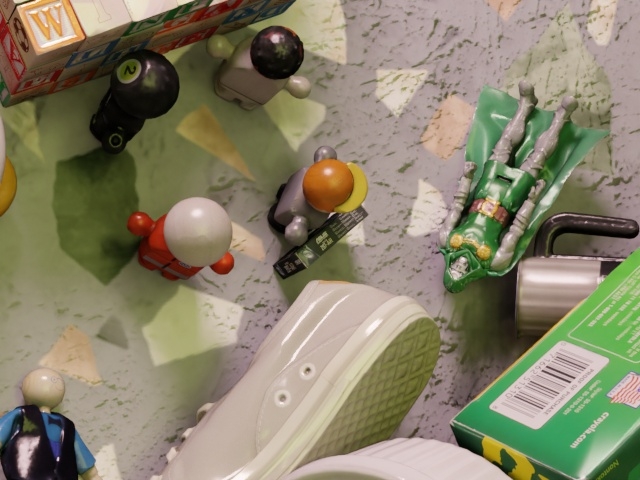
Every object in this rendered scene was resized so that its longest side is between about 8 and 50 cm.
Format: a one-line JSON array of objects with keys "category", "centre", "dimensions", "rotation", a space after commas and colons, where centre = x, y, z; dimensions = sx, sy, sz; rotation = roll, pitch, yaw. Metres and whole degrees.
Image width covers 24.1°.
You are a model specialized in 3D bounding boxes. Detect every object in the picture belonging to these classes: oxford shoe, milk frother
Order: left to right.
[{"category": "oxford shoe", "centre": [-0.075, 0.211, 1.299], "dimensions": [0.130, 0.169, 0.449], "rotation": [31, 73, 32]}, {"category": "milk frother", "centre": [0.265, 0.052, 1.476], "dimensions": [0.134, 0.143, 0.129], "rotation": [4, 62, 12]}]

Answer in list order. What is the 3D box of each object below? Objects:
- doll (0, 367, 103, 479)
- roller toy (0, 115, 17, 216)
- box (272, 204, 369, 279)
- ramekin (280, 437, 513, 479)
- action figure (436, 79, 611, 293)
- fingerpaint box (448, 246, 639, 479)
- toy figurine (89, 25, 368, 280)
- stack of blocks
[{"category": "doll", "centre": [-0.229, 0.197, 1.261], "dimensions": [0.129, 0.046, 0.189], "rotation": [22, 49, -45]}, {"category": "roller toy", "centre": [-0.365, -0.069, 1.227], "dimensions": [0.209, 0.146, 0.191], "rotation": [-36, 95, -33]}, {"category": "box", "centre": [0.000, 0.000, 1.394], "dimensions": [0.083, 0.067, 0.018], "rotation": [-40, 95, -22]}, {"category": "ramekin", "centre": [0.075, 0.284, 1.213], "dimensions": [0.127, 0.273, 0.273], "rotation": [-27, 89, -54]}, {"category": "action figure", "centre": [0.176, -0.046, 1.452], "dimensions": [0.137, 0.063, 0.232], "rotation": [20, 67, 20]}, {"category": "fingerpaint box", "centre": [0.372, 0.183, 1.362], "dimensions": [0.445, 0.163, 0.371], "rotation": [-38, 124, -23]}, {"category": "toy figurine", "centre": [-0.085, -0.082, 1.334], "dimensions": [0.209, 0.148, 0.213], "rotation": [-17, 85, -23]}, {"category": "stack of blocks", "centre": [-0.147, -0.224, 1.328], "dimensions": [0.297, 0.171, 0.087], "rotation": [-23, 88, -24]}]
